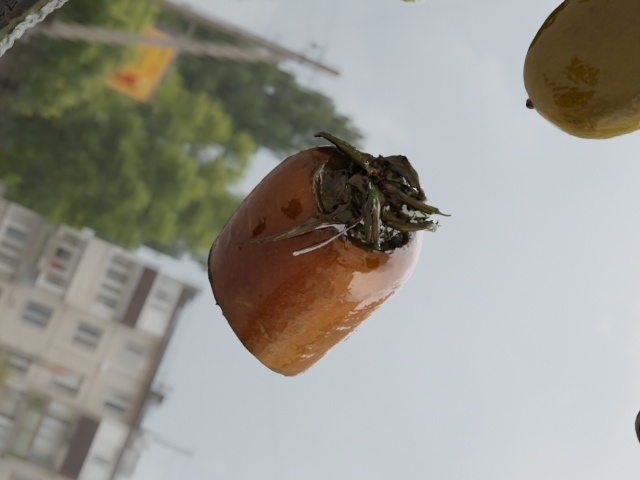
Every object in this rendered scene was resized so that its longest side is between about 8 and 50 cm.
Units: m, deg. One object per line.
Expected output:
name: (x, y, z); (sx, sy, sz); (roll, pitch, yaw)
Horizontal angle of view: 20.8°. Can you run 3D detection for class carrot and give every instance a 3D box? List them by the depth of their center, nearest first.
carrot: (0.000, 0.000, 1.920); (0.331, 0.214, 0.193); (-40, -139, 39)

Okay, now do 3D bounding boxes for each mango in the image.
mango: (0.377, -0.227, 1.971); (0.332, 0.142, 0.195); (-24, -121, 32)

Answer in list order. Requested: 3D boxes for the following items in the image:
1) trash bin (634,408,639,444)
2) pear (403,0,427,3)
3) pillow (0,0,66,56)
trash bin: (0.375, 0.142, 1.577); (0.175, 0.175, 0.161); (-85, -160, -58)
pear: (0.110, -0.463, 2.394); (0.176, 0.286, 0.282); (-47, -149, 27)
pillow: (-0.312, -0.235, 1.643); (0.255, 0.034, 0.189); (-40, -138, 9)
